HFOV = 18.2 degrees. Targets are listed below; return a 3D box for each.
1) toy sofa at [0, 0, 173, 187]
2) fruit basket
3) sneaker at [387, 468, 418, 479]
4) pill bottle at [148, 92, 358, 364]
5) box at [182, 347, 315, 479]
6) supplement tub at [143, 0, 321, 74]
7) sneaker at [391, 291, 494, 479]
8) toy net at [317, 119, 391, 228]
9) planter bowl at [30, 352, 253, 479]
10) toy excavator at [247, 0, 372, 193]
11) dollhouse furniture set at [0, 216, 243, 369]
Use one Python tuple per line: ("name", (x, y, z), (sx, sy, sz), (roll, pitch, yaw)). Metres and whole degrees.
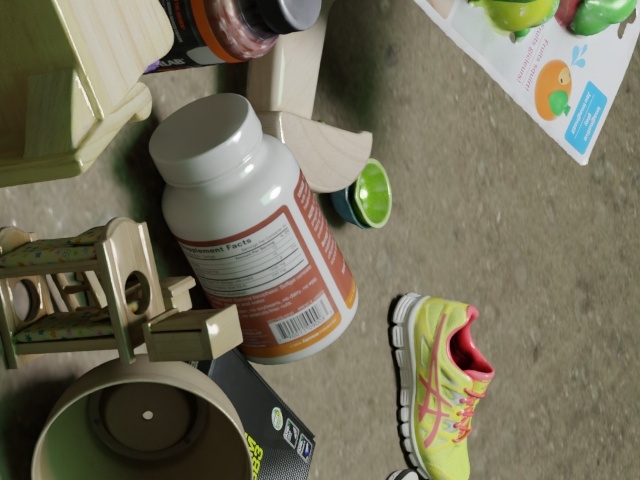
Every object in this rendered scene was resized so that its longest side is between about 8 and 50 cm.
("toy sofa", (-0.245, -0.223, 1.335), (0.177, 0.150, 0.363), (-61, 137, -52))
("fruit basket", (0.219, -0.285, 1.778), (0.353, 0.165, 0.327), (36, 72, -40))
("sneaker", (0.080, 0.265, 1.954), (0.040, 0.043, 0.109), (65, 33, -28))
("pill bottle", (-0.059, -0.011, 1.665), (0.216, 0.121, 0.121), (64, 35, -32))
("box", (-0.079, 0.204, 1.678), (0.184, 0.045, 0.191), (55, 40, -46))
("supplement tub", (-0.100, -0.184, 1.537), (0.106, 0.197, 0.106), (12, 76, -59))
("sneaker", (0.132, 0.155, 2.011), (0.081, 0.094, 0.209), (-32, 115, -60))
("toy net", (0.000, 0.000, 1.847), (0.122, 0.045, 0.232), (58, 39, -39))
("planter bowl", (-0.132, 0.151, 1.500), (0.109, 0.162, 0.162), (-97, 169, -66))
("toy excavator", (0.041, -0.296, 1.848), (0.445, 0.222, 0.433), (-24, 108, -45))
("dollhouse furniture set", (-0.125, 0.019, 1.480), (0.161, 0.182, 0.101), (-31, 112, -58))
